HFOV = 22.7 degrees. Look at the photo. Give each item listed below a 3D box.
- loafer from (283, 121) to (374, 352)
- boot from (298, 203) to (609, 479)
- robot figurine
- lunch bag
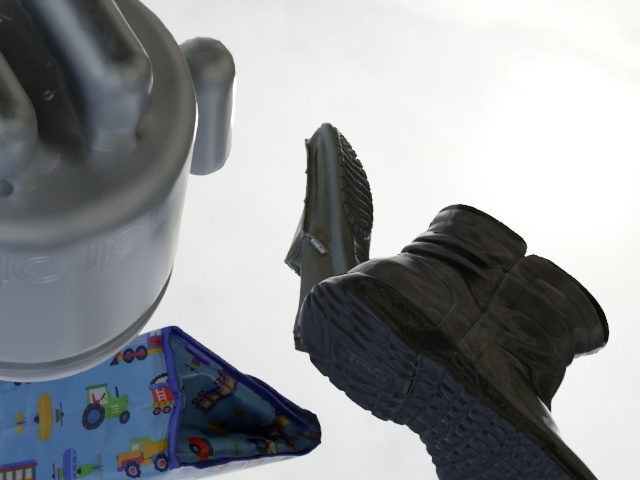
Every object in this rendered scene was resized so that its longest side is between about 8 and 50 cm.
[{"bbox_3d":[0.000,0.000,1.547,0.094,0.087,0.251,46,-144,-56],"label":"loafer"},{"bbox_3d":[0.165,0.111,1.217,0.338,0.118,0.223,49,-137,14],"label":"boot"},{"bbox_3d":[-0.186,-0.035,1.004,0.300,0.353,0.200,-22,-111,-19],"label":"robot figurine"},{"bbox_3d":[-0.151,0.193,1.556,0.293,0.221,0.138,27,-125,-57],"label":"lunch bag"}]
